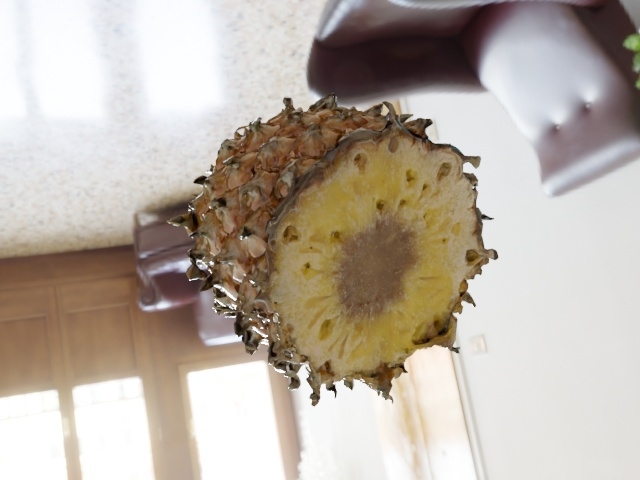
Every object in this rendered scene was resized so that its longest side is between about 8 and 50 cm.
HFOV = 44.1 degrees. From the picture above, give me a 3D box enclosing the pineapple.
[{"bbox_3d":[0.002,0.001,0.935,0.352,0.352,0.300,-4,-171,-29],"label":"pineapple"}]
